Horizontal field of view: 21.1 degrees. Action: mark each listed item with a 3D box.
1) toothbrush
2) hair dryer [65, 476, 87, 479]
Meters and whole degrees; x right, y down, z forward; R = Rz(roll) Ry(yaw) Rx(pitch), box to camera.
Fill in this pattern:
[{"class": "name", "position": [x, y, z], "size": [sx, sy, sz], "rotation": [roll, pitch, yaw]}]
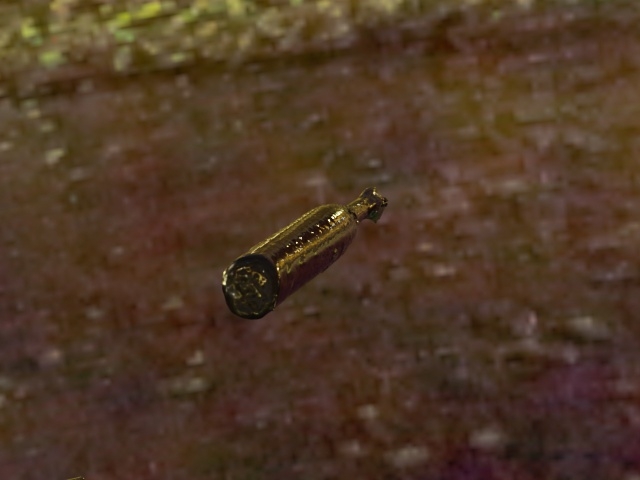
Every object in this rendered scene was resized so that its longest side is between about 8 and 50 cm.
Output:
[{"class": "toothbrush", "position": [-0.001, 0.000, 1.128], "size": [0.040, 0.041, 0.364], "rotation": [-4, 8, 13]}, {"class": "hair dryer", "position": [-0.296, 0.122, 1.145], "size": [0.312, 0.341, 0.123], "rotation": [-20, 19, -39]}]
